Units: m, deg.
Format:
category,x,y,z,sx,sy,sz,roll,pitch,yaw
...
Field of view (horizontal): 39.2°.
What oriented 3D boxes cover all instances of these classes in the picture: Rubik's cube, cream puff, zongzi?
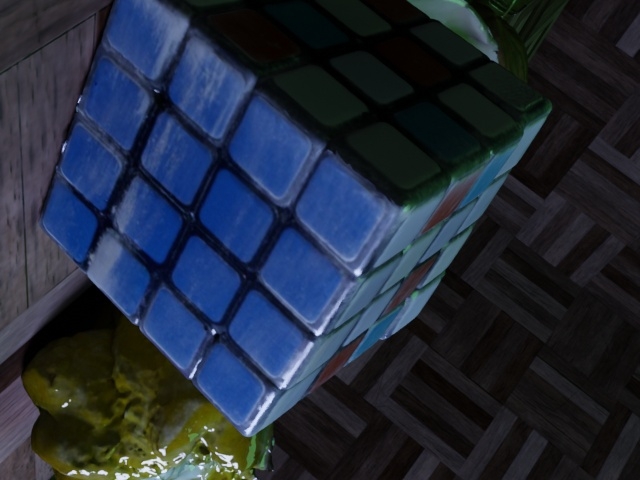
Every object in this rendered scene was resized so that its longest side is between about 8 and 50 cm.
category,x,y,z,sx,sy,sz,roll,pitch,yaw
Rubik's cube,-0.021,-0.054,0.708,0.253,0.256,0.259,-30,157,-49
cream puff,-0.177,0.143,0.980,0.323,0.270,0.274,115,-18,-60
zongzi,0.242,-0.384,1.459,0.189,0.081,0.178,-40,154,24

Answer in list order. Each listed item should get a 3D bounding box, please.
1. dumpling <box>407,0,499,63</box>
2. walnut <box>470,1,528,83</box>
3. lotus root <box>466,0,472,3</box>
category,x,y,z,sx,sy,sz,roll,pitch,yaw
dumpling,0.072,-0.158,0.986,0.260,0.341,0.181,-41,-148,8
walnut,0.191,-0.232,1.291,0.228,0.228,0.228,-50,171,-11
lotus root,0.151,-0.338,0.941,0.241,0.123,0.124,-53,-178,30
